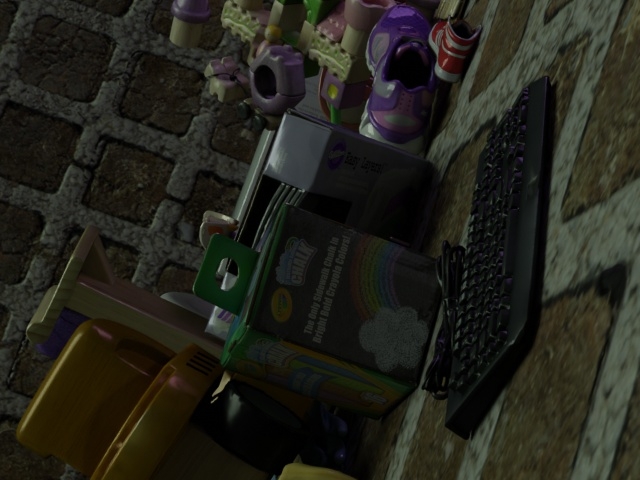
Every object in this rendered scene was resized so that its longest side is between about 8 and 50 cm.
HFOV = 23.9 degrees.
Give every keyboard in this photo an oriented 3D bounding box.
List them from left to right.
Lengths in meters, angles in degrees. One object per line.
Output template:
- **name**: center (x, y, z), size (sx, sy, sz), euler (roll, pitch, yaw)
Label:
- **keyboard**: center (0.124, 0.023, 1.183), size (0.317, 0.033, 0.201), euler (-75, 8, -48)

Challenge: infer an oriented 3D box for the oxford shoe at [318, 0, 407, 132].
- **oxford shoe**: center (0.086, -0.349, 2.264), size (0.146, 0.140, 0.397), euler (92, -160, -86)

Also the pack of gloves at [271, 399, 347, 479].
- **pack of gloves**: center (-0.010, 0.264, 1.618), size (0.232, 0.046, 0.195), euler (-134, 63, -72)

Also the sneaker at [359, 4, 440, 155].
- **sneaker**: center (0.103, -0.210, 1.789), size (0.104, 0.095, 0.236), euler (102, 176, -47)

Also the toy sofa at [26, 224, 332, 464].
- **toy sofa**: center (-0.163, 0.144, 1.787), size (0.177, 0.363, 0.150), euler (-62, 8, 13)

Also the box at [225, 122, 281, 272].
- **box**: center (-0.005, -0.022, 1.822), size (0.167, 0.168, 0.203), euler (-130, 61, -83)

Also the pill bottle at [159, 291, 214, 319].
- **pill bottle**: center (-0.196, 0.299, 2.194), size (0.229, 0.229, 0.407), euler (-116, 47, -82)

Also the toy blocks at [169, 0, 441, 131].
- **toy blocks**: center (-0.020, -0.341, 1.986), size (0.309, 0.288, 0.260), euler (-18, -43, -42)

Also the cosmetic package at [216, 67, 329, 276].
- **cosmetic package**: center (-0.047, -0.096, 2.535), size (0.217, 0.156, 0.385), euler (-166, 95, -84)

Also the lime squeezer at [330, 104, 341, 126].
- **lime squeezer**: center (0.028, -0.084, 2.152), size (0.110, 0.059, 0.310), euler (-73, -13, -46)

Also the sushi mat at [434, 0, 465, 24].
- **sushi mat**: center (0.213, -0.424, 1.910), size (0.151, 0.019, 0.316), euler (-128, 59, -82)

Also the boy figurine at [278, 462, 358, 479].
- **boy figurine**: center (-0.033, 0.308, 1.382), size (0.285, 0.092, 0.177), euler (113, 177, -46)

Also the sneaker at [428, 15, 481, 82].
- **sneaker**: center (0.152, -0.235, 1.714), size (0.118, 0.042, 0.067), euler (-92, 17, -54)

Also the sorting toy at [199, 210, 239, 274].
- **sorting toy**: center (-0.127, 0.010, 1.827), size (0.083, 0.045, 0.075), euler (-98, 20, -79)

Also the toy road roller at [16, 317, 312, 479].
- **toy road roller**: center (-0.151, 0.183, 1.502), size (0.202, 0.241, 0.329), euler (-57, -1, 5)

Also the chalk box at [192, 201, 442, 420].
- **chalk box**: center (-0.012, 0.061, 1.396), size (0.132, 0.213, 0.132), euler (123, 166, -65)

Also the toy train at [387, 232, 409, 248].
- **toy train**: center (0.060, 0.068, 1.626), size (0.036, 0.027, 0.158), euler (-177, 107, -80)

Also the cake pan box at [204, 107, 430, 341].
- **cake pan box**: center (0.000, 0.000, 1.603), size (0.267, 0.070, 0.245), euler (13, -83, -63)
